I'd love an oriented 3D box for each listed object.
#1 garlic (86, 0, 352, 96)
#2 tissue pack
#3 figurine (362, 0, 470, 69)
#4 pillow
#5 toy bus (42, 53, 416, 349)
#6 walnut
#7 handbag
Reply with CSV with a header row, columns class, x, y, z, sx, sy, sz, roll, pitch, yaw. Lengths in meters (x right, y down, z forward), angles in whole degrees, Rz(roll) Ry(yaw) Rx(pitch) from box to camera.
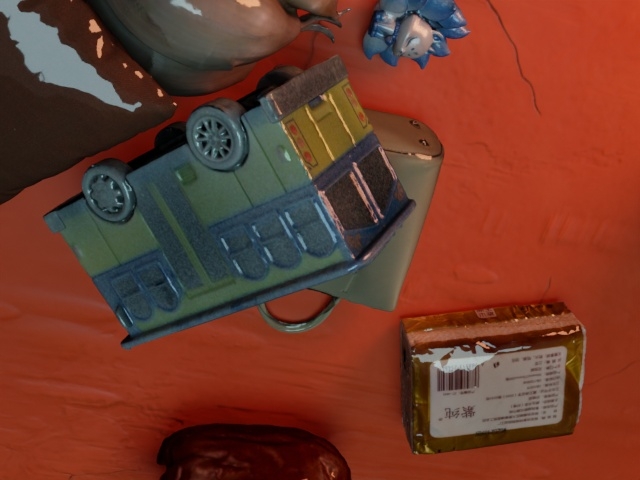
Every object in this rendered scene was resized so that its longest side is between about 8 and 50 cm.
class,x,y,z,sx,sy,sz,roll,pitch,yaw
garlic,-0.112,-0.255,0.774,0.292,0.210,0.237,46,69,-22
tissue pack,0.220,0.182,1.074,0.226,0.092,0.183,-7,119,-6
figurine,0.102,-0.217,0.843,0.114,0.079,0.114,2,143,2
pillow,-0.329,-0.171,0.721,0.305,0.108,0.308,-24,118,25
toy bus,-0.092,-0.030,0.786,0.312,0.152,0.190,-21,105,34
walnut,-0.106,0.335,1.056,0.269,0.244,0.221,20,75,-12
handbag,0.000,0.000,0.935,0.241,0.109,0.315,11,120,-13
